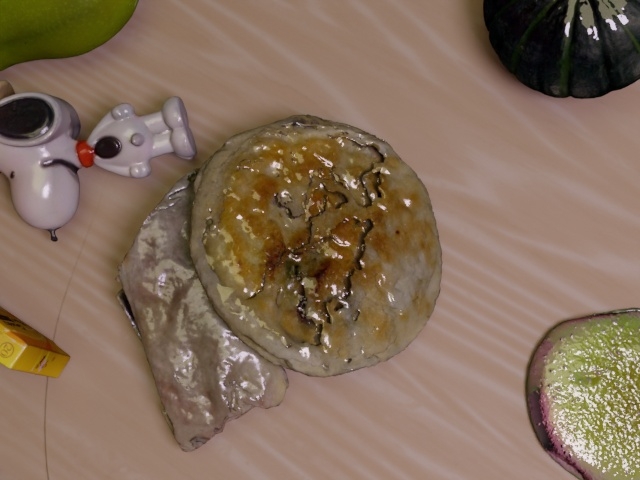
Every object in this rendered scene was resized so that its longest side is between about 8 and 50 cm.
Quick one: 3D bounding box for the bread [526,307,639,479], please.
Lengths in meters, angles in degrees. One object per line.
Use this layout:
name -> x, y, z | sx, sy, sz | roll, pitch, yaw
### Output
bread -> 0.364, 0.189, 1.004 | 0.228, 0.033, 0.229 | -1, 78, 5

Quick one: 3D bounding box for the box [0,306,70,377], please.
box -> -0.444, 0.077, 1.012 | 0.269, 0.152, 0.043 | 31, 81, 8

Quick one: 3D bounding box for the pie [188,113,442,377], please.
pie -> 0.000, 0.000, 1.005 | 0.339, 0.077, 0.339 | 5, 73, -17

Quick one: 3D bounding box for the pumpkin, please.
pumpkin -> 0.330, -0.300, 1.030 | 0.249, 0.216, 0.250 | 3, 95, 33

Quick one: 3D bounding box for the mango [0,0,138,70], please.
mango -> -0.379, -0.319, 1.106 | 0.293, 0.143, 0.175 | -22, 83, 9

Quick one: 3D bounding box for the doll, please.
doll -> -0.313, -0.139, 1.073 | 0.271, 0.144, 0.208 | -32, 99, -1

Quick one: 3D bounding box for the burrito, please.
burrito -> -0.160, 0.075, 1.026 | 0.175, 0.107, 0.348 | -15, 79, -14
